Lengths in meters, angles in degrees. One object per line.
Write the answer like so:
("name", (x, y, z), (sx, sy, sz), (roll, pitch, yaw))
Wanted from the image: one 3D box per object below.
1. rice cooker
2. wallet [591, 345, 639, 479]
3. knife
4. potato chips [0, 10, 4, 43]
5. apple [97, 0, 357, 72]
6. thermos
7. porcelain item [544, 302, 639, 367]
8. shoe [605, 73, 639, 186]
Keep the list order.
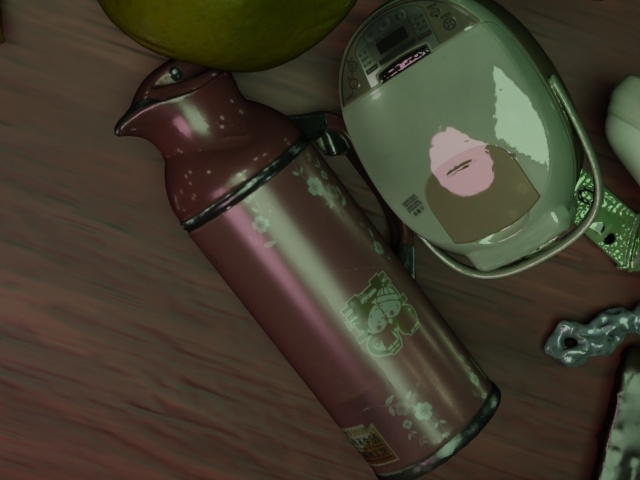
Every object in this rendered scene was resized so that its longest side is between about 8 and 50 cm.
("rice cooker", (0.103, -0.079, 0.998), (0.145, 0.127, 0.206), (-30, 100, 26))
("wallet", (0.360, 0.187, 1.111), (0.309, 0.042, 0.165), (12, 96, -7))
("knife", (0.242, 0.010, 1.085), (0.293, 0.020, 0.043), (41, 90, -8))
("potato chips", (-0.243, -0.235, 1.002), (0.026, 0.037, 0.204), (-7, 94, -14))
("apple", (-0.064, -0.196, 0.946), (0.196, 0.196, 0.157), (21, 107, -8))
("thermos", (-0.002, 0.003, 1.017), (0.136, 0.109, 0.330), (-37, 99, 4))
("porcelain item", (0.208, 0.071, 1.088), (0.083, 0.028, 0.036), (-17, 83, -1))
("shoe", (0.301, 0.053, 1.031), (0.160, 0.132, 0.363), (-44, 90, 6))
